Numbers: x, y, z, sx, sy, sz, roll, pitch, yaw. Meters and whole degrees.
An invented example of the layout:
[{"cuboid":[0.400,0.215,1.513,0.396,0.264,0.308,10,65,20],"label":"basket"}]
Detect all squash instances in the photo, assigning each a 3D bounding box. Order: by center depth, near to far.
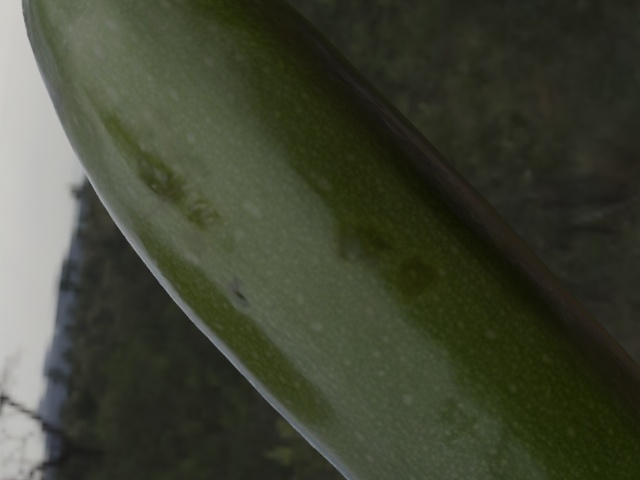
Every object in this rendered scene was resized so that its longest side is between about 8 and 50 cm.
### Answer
[{"cuboid":[0.000,0.000,0.507,0.094,0.341,0.094,-41,-6,-5],"label":"squash"}]
